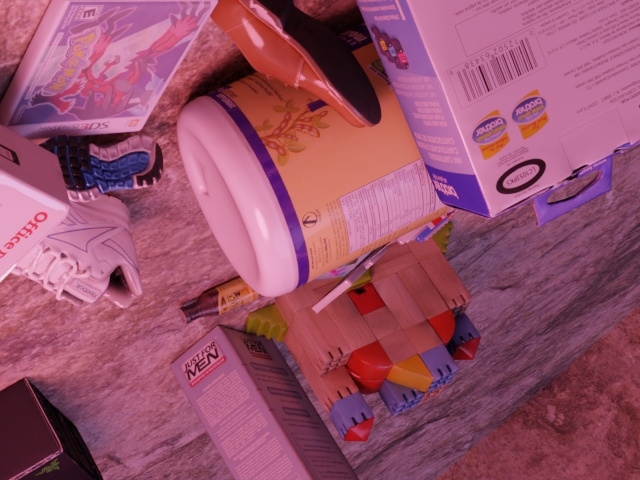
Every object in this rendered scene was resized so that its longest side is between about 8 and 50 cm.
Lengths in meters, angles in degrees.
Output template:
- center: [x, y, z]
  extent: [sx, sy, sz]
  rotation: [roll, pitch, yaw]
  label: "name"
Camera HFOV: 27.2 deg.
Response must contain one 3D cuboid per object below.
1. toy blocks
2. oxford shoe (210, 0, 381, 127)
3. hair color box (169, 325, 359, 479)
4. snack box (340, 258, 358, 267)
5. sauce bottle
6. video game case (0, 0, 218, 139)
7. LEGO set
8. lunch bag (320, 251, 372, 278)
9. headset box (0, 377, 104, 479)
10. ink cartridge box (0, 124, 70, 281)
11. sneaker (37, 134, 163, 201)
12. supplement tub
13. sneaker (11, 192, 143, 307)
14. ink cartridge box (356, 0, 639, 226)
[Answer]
- center: [0.111, 0.155, 2.119]
  extent: [0.381, 0.261, 0.191]
  rotation: [-21, 155, -26]
  label: "toy blocks"
- center: [-0.025, -0.187, 1.367]
  extent: [0.076, 0.212, 0.076]
  rotation: [-41, -170, 34]
  label: "oxford shoe"
- center: [-0.066, 0.321, 2.076]
  extent: [0.113, 0.374, 0.185]
  rotation: [-39, 157, 14]
  label: "hair color box"
- center: [0.000, 0.000, 1.675]
  extent: [0.141, 0.037, 0.100]
  rotation: [-15, 147, -37]
  label: "snack box"
- center: [-0.145, 0.087, 1.934]
  extent: [0.128, 0.042, 0.042]
  rotation: [-25, 156, -20]
  label: "sauce bottle"
- center: [-0.218, -0.176, 1.330]
  extent: [0.183, 0.023, 0.201]
  rotation: [-10, 148, -43]
  label: "video game case"
- center: [0.114, 0.005, 1.699]
  extent: [0.244, 0.060, 0.182]
  rotation: [-41, 180, 36]
  label: "LEGO set"
- center: [0.007, -0.046, 1.773]
  extent: [0.279, 0.108, 0.224]
  rotation: [-1, 142, -52]
  label: "lunch bag"
- center: [-0.470, 0.344, 1.917]
  extent: [0.246, 0.131, 0.283]
  rotation: [-30, 157, -8]
  label: "headset box"
- center: [-0.360, -0.050, 1.238]
  extent: [0.148, 0.086, 0.203]
  rotation: [-41, 136, 18]
  label: "ink cartridge box"
- center: [-0.258, -0.072, 1.419]
  extent: [0.082, 0.071, 0.190]
  rotation: [-8, 179, 34]
  label: "sneaker"
- center: [0.030, -0.107, 1.508]
  extent: [0.331, 0.241, 0.241]
  rotation: [-27, 157, -15]
  label: "supplement tub"
- center: [-0.292, 0.003, 1.461]
  extent: [0.111, 0.129, 0.297]
  rotation: [-39, 155, 22]
  label: "sneaker"
- center: [0.208, -0.203, 1.348]
  extent: [0.270, 0.396, 0.151]
  rotation: [-27, -166, -11]
  label: "ink cartridge box"
